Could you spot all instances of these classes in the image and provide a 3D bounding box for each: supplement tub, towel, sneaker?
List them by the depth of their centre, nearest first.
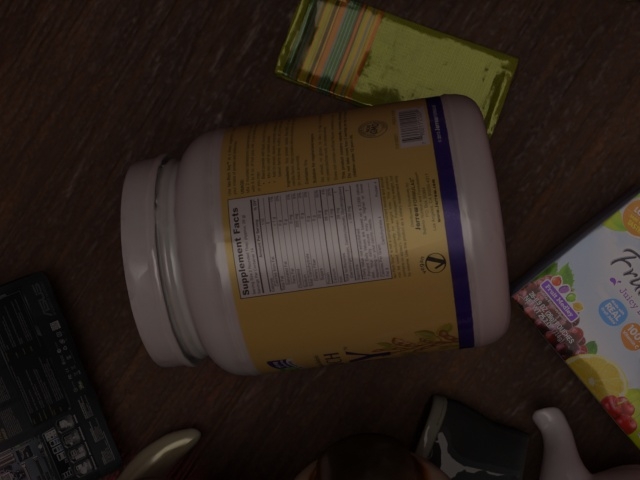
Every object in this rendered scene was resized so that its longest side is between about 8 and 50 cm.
[{"bbox_3d":[0.000,0.000,0.979,0.331,0.241,0.241,-8,94,6],"label":"supplement tub"},{"bbox_3d":[0.078,-0.180,1.066,0.237,0.021,0.102,20,97,3],"label":"towel"},{"bbox_3d":[0.133,0.283,1.072,0.118,0.083,0.222,20,96,2],"label":"sneaker"}]

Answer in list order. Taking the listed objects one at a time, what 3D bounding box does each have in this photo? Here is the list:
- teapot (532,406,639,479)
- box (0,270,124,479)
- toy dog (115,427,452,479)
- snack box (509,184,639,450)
[{"bbox_3d":[0.325,0.318,1.016,0.252,0.187,0.256,6,123,23],"label":"teapot"},{"bbox_3d":[-0.333,0.171,1.067,0.183,0.059,0.233,-25,93,-34],"label":"box"},{"bbox_3d":[-0.043,0.334,0.957,0.407,0.395,0.285,-21,121,20],"label":"toy dog"},{"bbox_3d":[0.322,0.076,1.043,0.174,0.070,0.207,-39,92,7],"label":"snack box"}]
